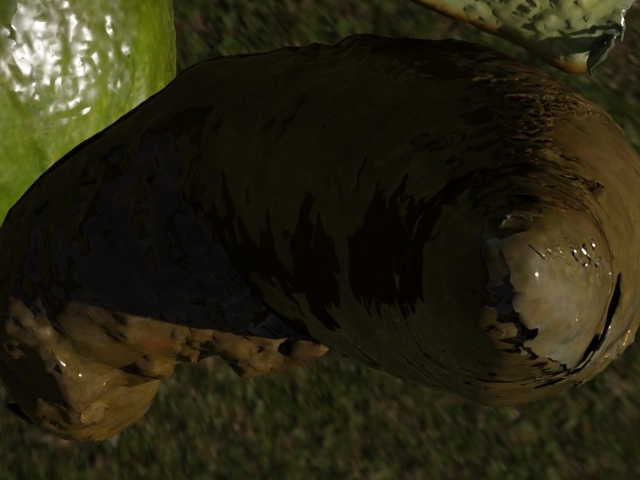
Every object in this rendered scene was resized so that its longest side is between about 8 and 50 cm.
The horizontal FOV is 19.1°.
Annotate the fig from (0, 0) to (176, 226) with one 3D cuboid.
[{"bbox_3d":[-0.142,-0.045,0.812,0.203,0.203,0.235,-22,90,-5],"label":"fig"}]

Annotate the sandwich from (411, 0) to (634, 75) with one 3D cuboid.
[{"bbox_3d":[0.045,-0.179,0.834,0.236,0.122,0.128,26,61,-16],"label":"sandwich"}]

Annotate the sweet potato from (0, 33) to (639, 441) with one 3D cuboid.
[{"bbox_3d":[0.001,-0.002,0.496,0.124,0.310,0.098,-43,109,-27],"label":"sweet potato"}]
